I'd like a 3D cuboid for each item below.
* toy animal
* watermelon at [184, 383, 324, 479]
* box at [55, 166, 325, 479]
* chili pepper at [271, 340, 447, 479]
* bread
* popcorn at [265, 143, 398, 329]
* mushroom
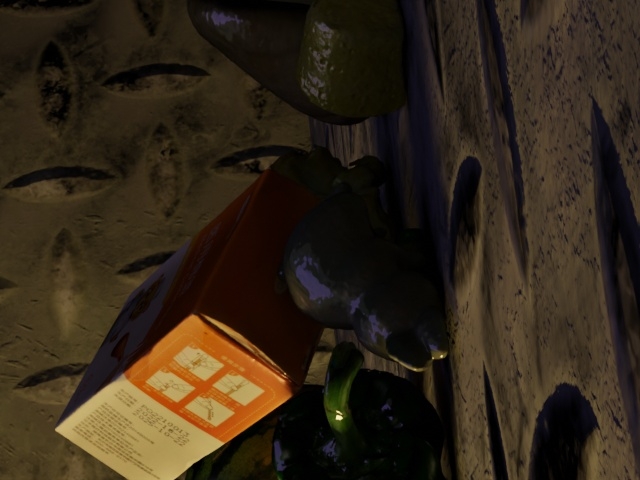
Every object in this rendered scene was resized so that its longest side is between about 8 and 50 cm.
[{"bbox_3d":[0.060,0.062,1.468,0.127,0.125,0.251,-63,37,23],"label":"toy animal"},{"bbox_3d":[-0.016,0.303,1.751,0.285,0.285,0.285,174,90,-87],"label":"watermelon"},{"bbox_3d":[-0.121,0.103,1.688,0.341,0.143,0.225,-41,18,46],"label":"box"},{"bbox_3d":[0.034,0.203,1.492,0.261,0.165,0.174,56,-151,-42],"label":"chili pepper"},{"bbox_3d":[0.033,-0.195,1.572,0.129,0.111,0.114,-105,16,-47],"label":"bread"},{"bbox_3d":[0.000,0.000,1.844,0.204,0.183,0.221,95,163,-52],"label":"popcorn"},{"bbox_3d":[-0.042,-0.237,1.831,0.292,0.217,0.212,-101,2,-55],"label":"mushroom"}]
